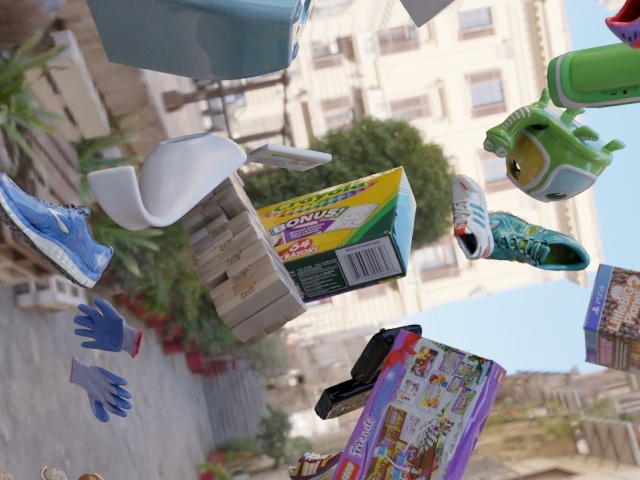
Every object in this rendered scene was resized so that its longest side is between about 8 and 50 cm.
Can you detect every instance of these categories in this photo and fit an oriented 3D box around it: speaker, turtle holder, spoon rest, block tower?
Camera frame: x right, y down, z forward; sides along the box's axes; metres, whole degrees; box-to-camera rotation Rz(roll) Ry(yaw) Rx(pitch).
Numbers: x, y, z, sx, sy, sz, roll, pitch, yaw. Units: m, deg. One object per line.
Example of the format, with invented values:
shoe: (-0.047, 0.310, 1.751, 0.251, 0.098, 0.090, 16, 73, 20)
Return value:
speaker: (0.636, -0.352, 1.851, 0.131, 0.296, 0.131, 7, 81, -56)
turtle holder: (0.561, -0.214, 2.147, 0.243, 0.227, 0.320, 45, 26, 20)
spoon rest: (-0.179, -0.071, 1.046, 0.276, 0.137, 0.084, -44, 125, -68)
block tower: (-0.121, 0.000, 1.187, 0.091, 0.097, 0.335, 56, 4, -40)

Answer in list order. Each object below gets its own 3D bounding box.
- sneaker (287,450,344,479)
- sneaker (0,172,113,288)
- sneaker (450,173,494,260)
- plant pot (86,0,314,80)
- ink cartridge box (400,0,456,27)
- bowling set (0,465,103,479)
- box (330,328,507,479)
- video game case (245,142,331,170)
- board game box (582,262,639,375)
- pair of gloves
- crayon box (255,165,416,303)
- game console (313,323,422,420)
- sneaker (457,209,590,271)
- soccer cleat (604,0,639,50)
sneaker: (-0.010, 0.572, 2.255, 0.084, 0.185, 0.069, 58, 24, 18)
sneaker: (-0.617, -0.042, 2.033, 0.330, 0.147, 0.129, 45, -20, -18)
sneaker: (0.265, -0.040, 1.589, 0.075, 0.057, 0.161, -18, 94, -56)
plant pot: (-0.130, -0.347, 1.137, 0.247, 0.252, 0.248, 106, 2, -75)
ink cartridge box: (0.231, -0.450, 1.332, 0.119, 0.353, 0.207, 55, -21, -4)
bowling set: (-0.465, 0.499, 1.623, 0.287, 0.200, 0.154, 55, -4, -11)
box: (0.162, 0.311, 1.473, 0.201, 0.293, 0.057, 16, -16, 43)
video game case: (-0.077, -0.186, 1.983, 0.143, 0.157, 0.019, -11, -107, 62)
board game box: (0.680, 0.180, 1.738, 0.232, 0.291, 0.141, 57, 50, -61)
pair of gloves: (-0.364, 0.201, 1.471, 0.159, 0.023, 0.198, 20, -76, 34)
crayon box: (0.000, 0.000, 1.778, 0.313, 0.362, 0.106, -73, 144, -60)
game console: (0.120, 0.253, 1.751, 0.044, 0.213, 0.361, 62, -27, 23)
sneaker: (0.414, 0.006, 1.777, 0.110, 0.275, 0.107, -116, -144, -77)
soccer cleat: (0.554, -0.435, 1.328, 0.109, 0.116, 0.318, -104, -144, -58)
